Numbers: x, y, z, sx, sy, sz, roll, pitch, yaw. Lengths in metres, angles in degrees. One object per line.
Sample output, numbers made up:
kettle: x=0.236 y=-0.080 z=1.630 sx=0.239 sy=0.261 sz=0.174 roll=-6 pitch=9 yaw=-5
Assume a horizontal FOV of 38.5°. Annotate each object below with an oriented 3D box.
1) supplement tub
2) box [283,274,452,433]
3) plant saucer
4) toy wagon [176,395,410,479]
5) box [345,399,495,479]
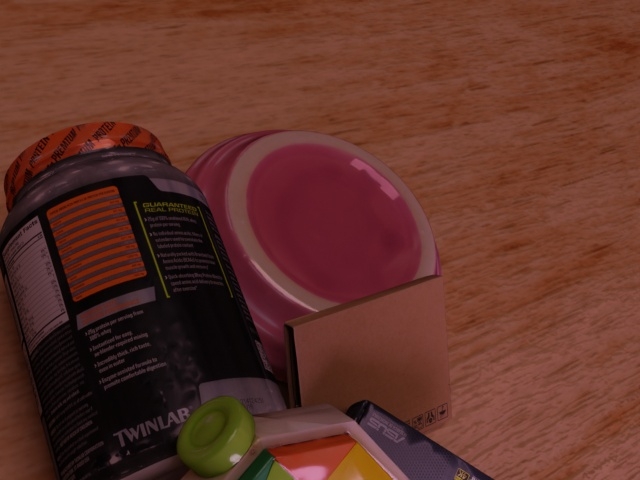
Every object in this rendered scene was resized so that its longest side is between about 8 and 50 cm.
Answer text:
supplement tub: x=-0.162 y=0.066 z=0.794 sx=0.193 sy=0.193 sz=0.316 roll=-6 pitch=61 yaw=-33
box: x=0.053 y=0.134 z=0.916 sx=0.201 sy=0.021 sz=0.165 roll=-15 pitch=106 yaw=-37
plant saucer: x=0.000 y=0.000 z=1.011 sx=0.332 sy=0.084 sz=0.332 roll=16 pitch=50 yaw=-19
toy wagon: x=-0.066 y=0.287 z=0.661 sx=0.344 sy=0.068 sz=0.267 roll=-49 pitch=123 yaw=-15
box: x=0.088 y=0.284 z=0.834 sx=0.232 sy=0.059 sz=0.183 roll=33 pitch=67 yaw=-4
